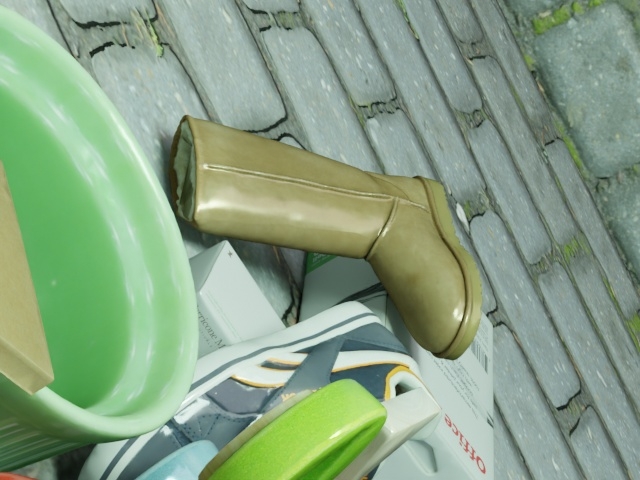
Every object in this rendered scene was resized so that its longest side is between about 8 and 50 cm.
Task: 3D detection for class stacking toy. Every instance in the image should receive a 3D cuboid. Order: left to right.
[{"bbox_3d":[-0.087,0.145,0.980,0.130,0.279,0.309,49,11,13],"label":"stacking toy"}]

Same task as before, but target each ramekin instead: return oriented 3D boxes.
[{"bbox_3d":[-0.225,0.010,1.039,0.303,0.148,0.303,49,26,-34],"label":"ramekin"}]

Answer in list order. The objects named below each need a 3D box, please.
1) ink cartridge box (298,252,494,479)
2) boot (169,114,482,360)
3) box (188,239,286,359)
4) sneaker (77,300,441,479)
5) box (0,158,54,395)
[{"bbox_3d":[0.078,0.129,1.648,0.211,0.121,0.289,52,24,-26],"label":"ink cartridge box"},{"bbox_3d":[0.000,0.000,1.501,0.269,0.089,0.236,13,35,-24],"label":"boot"},{"bbox_3d":[-0.096,0.075,1.350,0.101,0.087,0.102,57,22,-17],"label":"box"},{"bbox_3d":[-0.030,0.147,1.222,0.127,0.126,0.321,43,42,23],"label":"sneaker"},{"bbox_3d":[-0.203,-0.033,0.774,0.201,0.021,0.164,51,13,-50],"label":"box"}]
